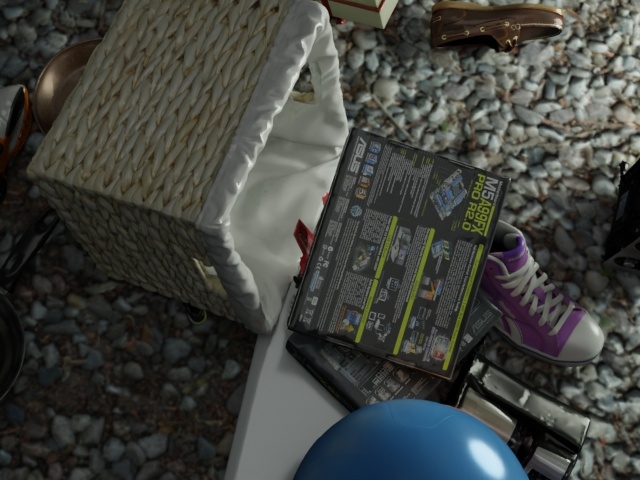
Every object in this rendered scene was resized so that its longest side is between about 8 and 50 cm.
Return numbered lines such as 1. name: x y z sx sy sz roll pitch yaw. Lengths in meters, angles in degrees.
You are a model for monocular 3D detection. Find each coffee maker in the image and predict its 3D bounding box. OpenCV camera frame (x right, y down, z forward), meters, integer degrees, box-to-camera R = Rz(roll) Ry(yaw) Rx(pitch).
1. coffee maker: 0.260 0.230 1.358 0.178 0.120 0.171 29 70 4

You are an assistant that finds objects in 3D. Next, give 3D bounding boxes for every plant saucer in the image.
1. plant saucer: -0.316 -0.200 1.497 0.198 0.036 0.198 2 71 -5

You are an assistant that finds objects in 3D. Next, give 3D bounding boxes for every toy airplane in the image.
1. toy airplane: 0.000 0.000 1.364 0.028 0.151 0.151 14 67 33

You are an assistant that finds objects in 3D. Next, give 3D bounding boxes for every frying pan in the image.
1. frying pan: -0.477 0.087 1.376 0.197 0.053 0.326 11 69 -1

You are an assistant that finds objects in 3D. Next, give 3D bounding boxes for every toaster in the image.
1. toaster: 0.487 -0.047 1.451 0.110 0.168 0.185 19 72 -2

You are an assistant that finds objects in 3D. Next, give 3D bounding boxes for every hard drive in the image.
1. hard drive: 0.019 0.194 1.387 0.233 0.047 0.353 13 70 -1

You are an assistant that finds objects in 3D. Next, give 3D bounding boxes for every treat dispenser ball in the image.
1. treat dispenser ball: 0.104 0.325 1.173 0.288 0.288 0.288 2 71 -5

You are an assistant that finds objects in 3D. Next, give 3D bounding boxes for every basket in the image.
1. basket: -0.144 -0.111 1.306 0.266 0.328 0.331 18 68 15

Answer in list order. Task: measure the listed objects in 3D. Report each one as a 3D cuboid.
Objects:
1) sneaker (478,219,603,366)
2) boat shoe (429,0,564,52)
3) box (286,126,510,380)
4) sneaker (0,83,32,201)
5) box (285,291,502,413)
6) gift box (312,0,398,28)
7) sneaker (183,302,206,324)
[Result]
1. sneaker: 0.275 0.066 1.396 0.282 0.161 0.102 33 70 5
2. boat shoe: 0.271 -0.321 1.576 0.207 0.073 0.073 0 73 2
3. box: 0.098 0.017 1.302 0.216 0.060 0.270 17 84 -3
4. sneaker: -0.498 -0.107 1.427 0.121 0.099 0.262 12 63 7
5. box: 0.097 0.120 1.364 0.183 0.059 0.233 43 73 8
6. gift box: 0.012 -0.491 1.518 0.276 0.258 0.255 24 72 24
7. sneaker: -0.179 0.075 1.415 0.031 0.035 0.083 -27 76 -14
